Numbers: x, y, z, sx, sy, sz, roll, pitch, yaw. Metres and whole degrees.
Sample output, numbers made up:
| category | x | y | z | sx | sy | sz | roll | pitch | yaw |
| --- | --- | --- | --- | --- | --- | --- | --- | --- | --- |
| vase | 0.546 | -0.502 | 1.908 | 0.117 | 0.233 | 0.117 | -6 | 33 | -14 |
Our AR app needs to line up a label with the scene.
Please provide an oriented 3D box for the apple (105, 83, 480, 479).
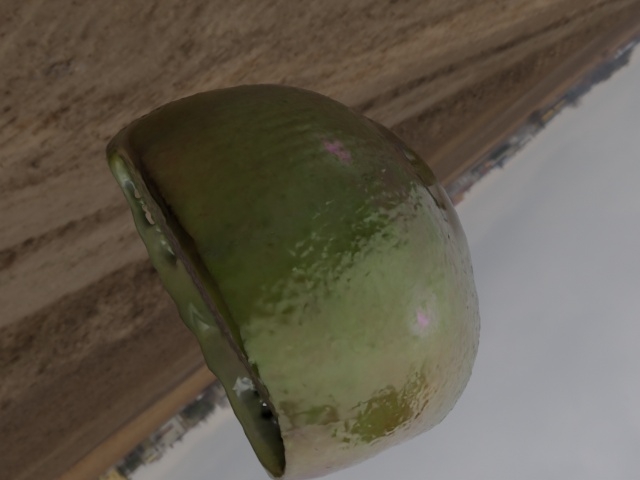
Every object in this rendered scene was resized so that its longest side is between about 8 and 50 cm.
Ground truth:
| category | x | y | z | sx | sy | sz | roll | pitch | yaw |
| --- | --- | --- | --- | --- | --- | --- | --- | --- | --- |
| apple | 0.000 | 0.000 | 0.490 | 0.193 | 0.265 | 0.120 | -26 | 169 | -13 |
